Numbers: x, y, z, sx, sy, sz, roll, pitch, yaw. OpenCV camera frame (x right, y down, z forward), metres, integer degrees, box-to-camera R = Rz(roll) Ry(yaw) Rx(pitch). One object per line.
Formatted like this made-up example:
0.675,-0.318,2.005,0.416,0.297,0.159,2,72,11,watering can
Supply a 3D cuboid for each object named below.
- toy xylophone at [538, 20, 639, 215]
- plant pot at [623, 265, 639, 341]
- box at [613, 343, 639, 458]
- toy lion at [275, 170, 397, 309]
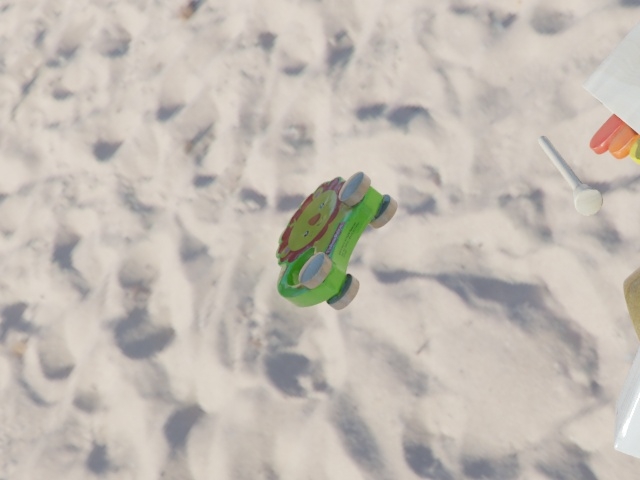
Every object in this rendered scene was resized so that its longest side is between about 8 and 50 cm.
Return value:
0.347,-0.135,1.241,0.236,0.081,0.322,-46,18,21,toy xylophone
0.452,0.047,1.224,0.254,0.237,0.237,-23,48,22,plant pot
0.497,0.201,1.554,0.182,0.181,0.119,18,24,8,box
0.000,0.000,0.770,0.096,0.034,0.100,-16,42,54,toy lion
